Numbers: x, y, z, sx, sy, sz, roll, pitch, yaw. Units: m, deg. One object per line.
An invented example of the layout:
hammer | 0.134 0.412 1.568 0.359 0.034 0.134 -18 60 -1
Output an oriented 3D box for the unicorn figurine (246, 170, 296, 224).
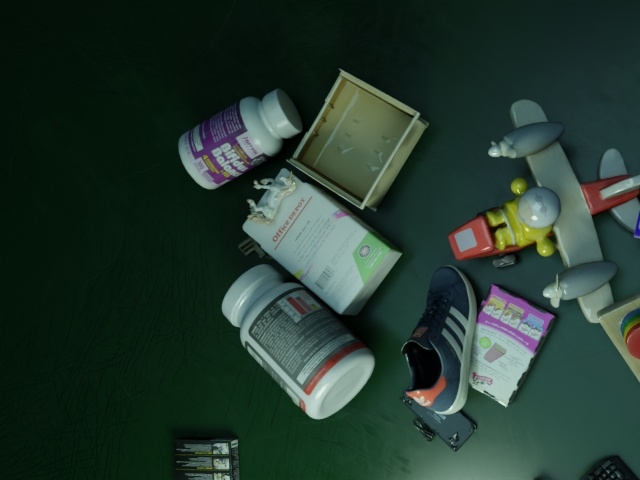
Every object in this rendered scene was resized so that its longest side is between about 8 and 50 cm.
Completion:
unicorn figurine | -0.119 -0.112 1.964 0.111 0.060 0.162 21 109 24

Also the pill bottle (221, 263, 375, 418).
pill bottle | -0.061 0.232 1.915 0.363 0.210 0.210 42 102 26

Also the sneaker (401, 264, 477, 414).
sneaker | 0.256 0.205 1.799 0.131 0.148 0.350 -28 49 47

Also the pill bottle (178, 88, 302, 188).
pill bottle | -0.204 -0.268 2.074 0.301 0.169 0.169 -27 76 20

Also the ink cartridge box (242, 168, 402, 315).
ink cartridge box | 0.000 0.000 1.991 0.353 0.119 0.207 40 101 21

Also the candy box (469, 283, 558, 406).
candy box | 0.414 0.236 1.821 0.159 0.071 0.233 29 97 23

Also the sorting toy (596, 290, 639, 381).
sorting toy | 0.734 0.203 1.596 0.255 0.089 0.257 -30 111 22

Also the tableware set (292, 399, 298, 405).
tableware set | -0.002 0.334 2.009 0.128 0.039 0.194 41 100 27

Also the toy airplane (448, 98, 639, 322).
toy airplane | 0.502 -0.065 1.698 0.386 0.272 0.384 28 97 21

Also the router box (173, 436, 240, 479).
router box | -0.302 0.590 2.113 0.179 0.046 0.133 -5 84 23

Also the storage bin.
storage bin | 0.087 -0.248 1.973 0.260 0.123 0.262 34 99 22

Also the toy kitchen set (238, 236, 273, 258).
toy kitchen set | -0.167 0.033 2.092 0.075 0.083 0.068 -34 115 17

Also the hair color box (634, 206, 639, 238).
hair color box | 0.770 -0.150 1.628 0.110 0.185 0.338 15 93 60

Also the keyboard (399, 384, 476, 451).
keyboard | 0.270 0.420 1.896 0.180 0.023 0.108 42 96 21

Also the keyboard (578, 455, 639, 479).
keyboard | 0.651 0.627 1.666 0.201 0.033 0.317 -35 71 -12
